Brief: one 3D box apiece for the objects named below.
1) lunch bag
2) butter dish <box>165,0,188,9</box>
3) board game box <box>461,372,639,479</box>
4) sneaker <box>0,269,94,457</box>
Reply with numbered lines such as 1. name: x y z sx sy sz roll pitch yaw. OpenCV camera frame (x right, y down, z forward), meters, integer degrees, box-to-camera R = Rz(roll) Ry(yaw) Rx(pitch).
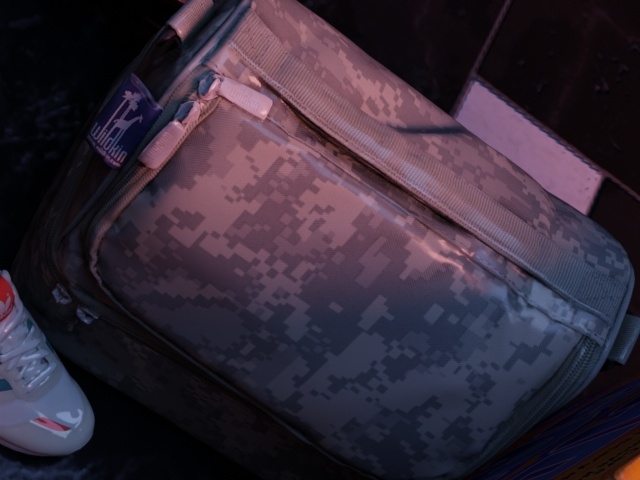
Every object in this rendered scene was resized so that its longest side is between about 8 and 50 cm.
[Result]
1. lunch bag: 0.000 0.000 1.025 0.305 0.256 0.213 35 60 -14
2. butter dish: -0.065 -0.213 1.119 0.160 0.118 0.160 29 25 -16
3. board game box: 0.230 0.254 0.955 0.356 0.356 0.356 -24 84 -40
4. sneaker: -0.184 0.057 1.012 0.161 0.075 0.057 48 58 -6
